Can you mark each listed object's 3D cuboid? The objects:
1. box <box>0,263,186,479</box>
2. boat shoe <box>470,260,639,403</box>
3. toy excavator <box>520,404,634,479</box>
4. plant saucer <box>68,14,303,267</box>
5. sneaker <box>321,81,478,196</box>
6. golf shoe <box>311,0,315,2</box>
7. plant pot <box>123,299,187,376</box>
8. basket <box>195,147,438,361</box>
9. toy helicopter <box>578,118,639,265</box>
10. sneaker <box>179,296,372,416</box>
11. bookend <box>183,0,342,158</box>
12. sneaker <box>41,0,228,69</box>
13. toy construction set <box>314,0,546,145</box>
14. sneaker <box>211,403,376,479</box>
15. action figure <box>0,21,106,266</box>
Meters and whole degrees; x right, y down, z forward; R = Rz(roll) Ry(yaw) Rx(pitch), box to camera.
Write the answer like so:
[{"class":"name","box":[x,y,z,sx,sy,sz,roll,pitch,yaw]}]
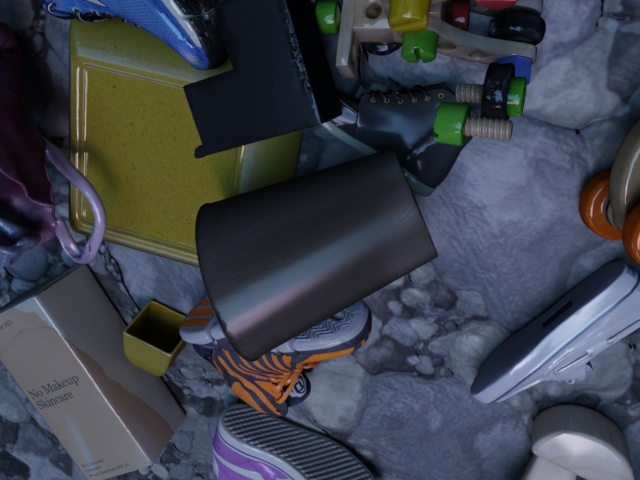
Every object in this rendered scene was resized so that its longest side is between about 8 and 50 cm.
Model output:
[{"class":"box","box":[-0.367,0.209,0.939,0.148,0.121,0.311,-25,104,23]},{"class":"boat shoe","box":[0.303,0.138,0.748,0.084,0.095,0.258,44,117,0]},{"class":"toy excavator","box":[0.348,0.509,0.842,0.445,0.222,0.433,46,114,3]},{"class":"plant saucer","box":[-0.202,-0.108,0.790,0.333,0.081,0.333,15,115,9]},{"class":"sneaker","box":[0.076,-0.161,0.701,0.222,0.083,0.118,33,112,-11]},{"class":"golf shoe","box":[-0.087,-0.300,0.655,0.176,0.086,0.069,38,113,15]},{"class":"plant pot","box":[-0.251,0.159,0.914,0.081,0.081,0.083,26,126,3]},{"class":"basket","box":[0.000,0.000,0.661,0.227,0.204,0.154,-23,140,10]},{"class":"toy helicopter","box":[0.482,-0.043,0.630,0.355,0.140,0.235,24,107,-7]},{"class":"sneaker","box":[-0.036,0.150,0.813,0.321,0.124,0.180,-6,127,44]},{"class":"bookend","box":[-0.078,-0.185,0.639,0.157,0.072,0.156,-12,105,24]},{"class":"sneaker","box":[-0.240,-0.308,0.707,0.330,0.130,0.147,42,124,4]},{"class":"toy construction set","box":[0.090,-0.274,0.562,0.237,0.257,0.309,10,115,22]},{"class":"sneaker","box":[-0.045,0.382,0.945,0.282,0.102,0.161,26,120,15]},{"class":"action figure","box":[-0.402,-0.176,0.731,0.248,0.276,0.370,-44,52,40]}]
